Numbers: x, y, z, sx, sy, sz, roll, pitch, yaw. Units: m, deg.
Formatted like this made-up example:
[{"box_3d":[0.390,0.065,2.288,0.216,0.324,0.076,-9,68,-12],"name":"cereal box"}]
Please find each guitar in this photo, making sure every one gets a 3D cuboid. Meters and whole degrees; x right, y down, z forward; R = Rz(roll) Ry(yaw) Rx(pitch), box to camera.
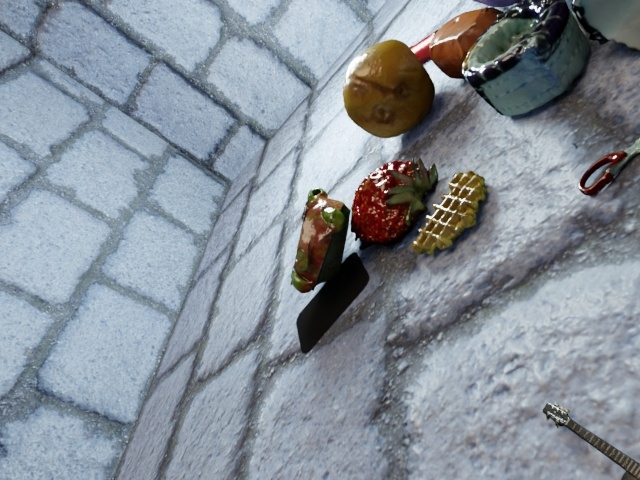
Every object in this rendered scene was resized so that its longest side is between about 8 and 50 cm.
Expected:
[{"box_3d":[0.317,0.231,0.472,0.088,0.025,0.233,-56,21,-1],"name":"guitar"}]

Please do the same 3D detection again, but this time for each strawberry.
[{"box_3d":[0.134,-0.091,1.170,0.306,0.138,0.233,-19,43,54],"name":"strawberry"}]

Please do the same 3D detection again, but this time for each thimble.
[{"box_3d":[0.422,-0.377,0.957,0.237,0.150,0.237,-42,26,26],"name":"thimble"}]

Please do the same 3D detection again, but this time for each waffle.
[{"box_3d":[0.268,-0.061,0.963,0.161,0.046,0.192,-28,33,48],"name":"waffle"}]

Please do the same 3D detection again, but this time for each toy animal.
[{"box_3d":[0.541,-0.436,0.813,0.179,0.166,0.138,-53,20,-26],"name":"toy animal"}]

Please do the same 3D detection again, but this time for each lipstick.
[{"box_3d":[0.332,-0.651,1.639,0.280,0.073,0.073,-12,48,59],"name":"lipstick"}]

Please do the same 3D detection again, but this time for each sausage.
[{"box_3d":[0.396,-0.515,1.216,0.153,0.141,0.268,-56,22,0],"name":"sausage"}]

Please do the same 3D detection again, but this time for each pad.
[{"box_3d":[0.025,0.158,1.214,0.267,0.004,0.181,-50,22,13],"name":"pad"}]

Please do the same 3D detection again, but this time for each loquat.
[{"box_3d":[0.190,-0.443,1.362,0.276,0.276,0.283,-43,35,30],"name":"loquat"}]

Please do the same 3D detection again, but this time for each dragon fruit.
[{"box_3d":[0.000,0.000,1.226,0.268,0.130,0.295,81,-160,-77],"name":"dragon fruit"}]

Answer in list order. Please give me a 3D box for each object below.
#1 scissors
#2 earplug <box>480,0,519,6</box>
[{"box_3d":[0.496,-0.166,0.681,0.247,0.017,0.144,-56,22,-5],"name":"scissors"},{"box_3d":[0.445,-0.694,1.157,0.215,0.215,0.456,-42,14,31],"name":"earplug"}]
